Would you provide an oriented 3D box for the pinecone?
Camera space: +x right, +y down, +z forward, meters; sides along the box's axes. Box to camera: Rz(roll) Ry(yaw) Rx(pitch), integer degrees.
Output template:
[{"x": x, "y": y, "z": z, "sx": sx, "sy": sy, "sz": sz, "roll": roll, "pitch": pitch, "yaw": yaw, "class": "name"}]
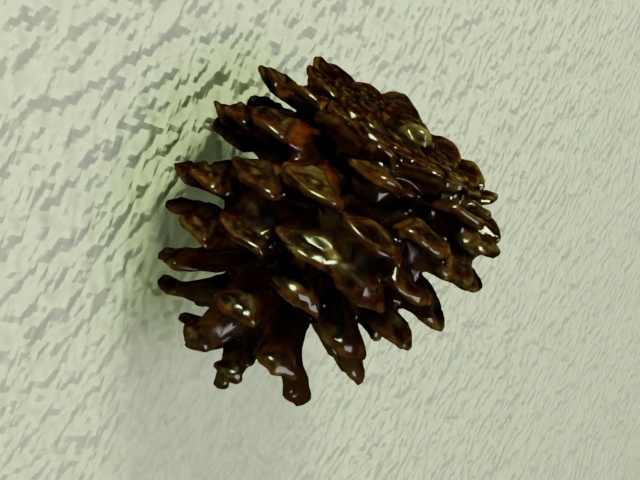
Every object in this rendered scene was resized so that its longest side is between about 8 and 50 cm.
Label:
[{"x": -0.006, "y": 0.003, "z": 0.723, "sx": 0.165, "sy": 0.163, "sz": 0.163, "roll": -52, "pitch": 153, "yaw": 14, "class": "pinecone"}]
